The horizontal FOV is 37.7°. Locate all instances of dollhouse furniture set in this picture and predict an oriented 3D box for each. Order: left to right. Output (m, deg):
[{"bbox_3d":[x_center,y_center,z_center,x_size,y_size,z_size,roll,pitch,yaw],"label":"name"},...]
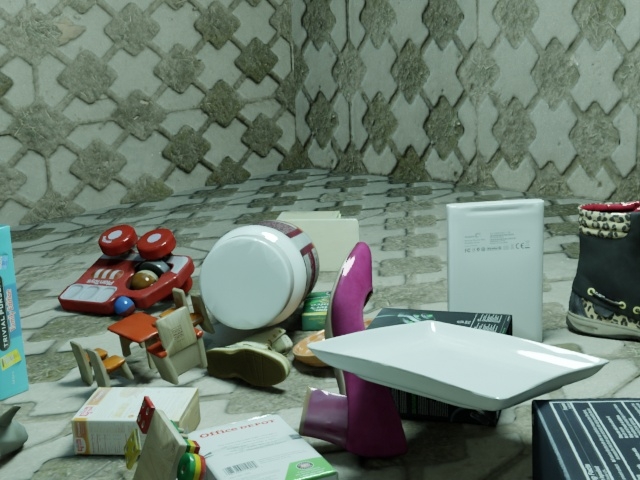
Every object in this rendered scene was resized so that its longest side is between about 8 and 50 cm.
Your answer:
[{"bbox_3d":[-0.335,0.183,1.858,0.262,0.135,0.259,-28,23,-33],"label":"dollhouse furniture set"}]

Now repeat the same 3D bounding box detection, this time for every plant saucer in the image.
[{"bbox_3d":[0.041,0.214,1.937,0.199,0.037,0.200,-17,8,2],"label":"plant saucer"}]

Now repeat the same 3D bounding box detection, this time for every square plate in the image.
[{"bbox_3d":[0.213,0.190,1.440,0.344,0.049,0.347,10,10,39],"label":"square plate"}]

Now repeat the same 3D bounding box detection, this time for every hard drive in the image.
[{"bbox_3d":[0.369,0.071,1.980,0.202,0.308,0.040,-3,13,-5],"label":"hard drive"}]

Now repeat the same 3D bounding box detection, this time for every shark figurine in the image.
[{"bbox_3d":[-0.571,0.343,1.481,0.278,0.116,0.166,-4,-22,-41],"label":"shark figurine"}]

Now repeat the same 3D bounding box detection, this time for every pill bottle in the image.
[{"bbox_3d":[-0.131,0.073,2.060,0.224,0.224,0.392,-1,4,7],"label":"pill bottle"}]

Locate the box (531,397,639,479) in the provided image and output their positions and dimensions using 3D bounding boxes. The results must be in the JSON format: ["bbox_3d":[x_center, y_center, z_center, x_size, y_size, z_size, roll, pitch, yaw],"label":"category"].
[{"bbox_3d":[0.433,0.328,1.177,0.293,0.183,0.296,-1,12,4],"label":"box"}]

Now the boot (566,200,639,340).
[{"bbox_3d":[0.715,0.067,1.988,0.377,0.284,0.138,4,15,27],"label":"boot"}]

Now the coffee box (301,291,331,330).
[{"bbox_3d":[0.015,0.165,2.217,0.113,0.041,0.184,-2,14,4],"label":"coffee box"}]

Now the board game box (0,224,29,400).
[{"bbox_3d":[-0.707,0.127,1.862,0.253,0.336,0.079,8,17,36],"label":"board game box"}]

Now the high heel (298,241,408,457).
[{"bbox_3d":[0.089,0.183,1.601,0.181,0.377,0.127,13,-24,4],"label":"high heel"}]

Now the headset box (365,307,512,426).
[{"bbox_3d":[0.202,0.227,1.743,0.283,0.131,0.246,2,15,17],"label":"headset box"}]

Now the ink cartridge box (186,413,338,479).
[{"bbox_3d":[-0.090,0.348,1.371,0.160,0.093,0.219,-8,14,-23],"label":"ink cartridge box"}]

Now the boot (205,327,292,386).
[{"bbox_3d":[-0.107,0.230,1.889,0.213,0.077,0.165,0,12,40],"label":"boot"}]

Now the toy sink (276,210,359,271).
[{"bbox_3d":[0.000,0.000,2.666,0.234,0.153,0.131,-1,13,8],"label":"toy sink"}]

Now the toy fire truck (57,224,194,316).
[{"bbox_3d":[-0.482,0.103,2.372,0.302,0.169,0.254,5,39,29],"label":"toy fire truck"}]

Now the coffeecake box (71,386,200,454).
[{"bbox_3d":[-0.315,0.310,1.616,0.185,0.068,0.142,-1,14,6],"label":"coffeecake box"}]

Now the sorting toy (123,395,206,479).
[{"bbox_3d":[-0.230,0.336,1.395,0.046,0.132,0.274,16,5,-28],"label":"sorting toy"}]
